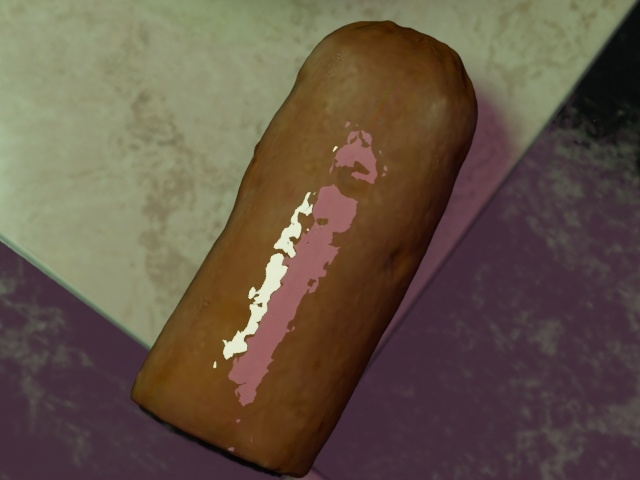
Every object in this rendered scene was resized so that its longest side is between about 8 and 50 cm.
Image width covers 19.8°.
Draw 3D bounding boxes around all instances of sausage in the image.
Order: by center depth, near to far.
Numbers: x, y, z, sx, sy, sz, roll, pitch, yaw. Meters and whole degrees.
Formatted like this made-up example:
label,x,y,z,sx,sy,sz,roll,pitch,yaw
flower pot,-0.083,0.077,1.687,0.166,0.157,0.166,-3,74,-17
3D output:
label,x,y,z,sx,sy,sz,roll,pitch,yaw
sausage,0.000,0.000,1.027,0.113,0.113,0.259,28,83,1
